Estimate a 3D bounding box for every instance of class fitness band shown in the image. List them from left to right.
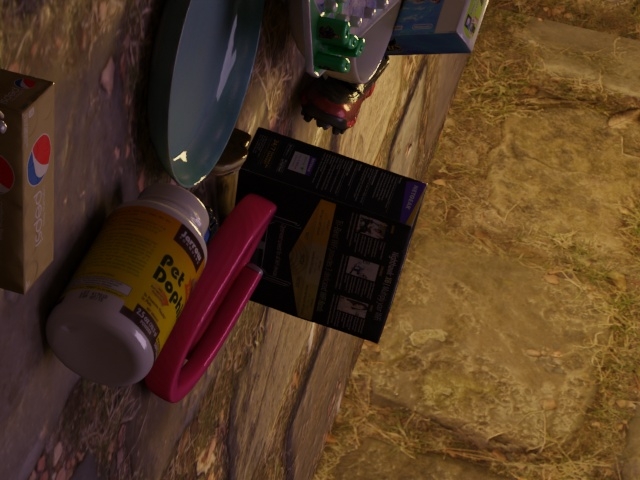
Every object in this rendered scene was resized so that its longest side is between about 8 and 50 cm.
[{"bbox_3d":[-0.137,0.075,1.910,0.291,0.054,0.209,-61,174,-12],"label":"fitness band"}]

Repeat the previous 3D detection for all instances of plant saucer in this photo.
[{"bbox_3d":[-0.134,-0.219,1.703,0.317,0.043,0.318,15,90,-80],"label":"plant saucer"}]

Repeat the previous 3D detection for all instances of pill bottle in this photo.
[{"bbox_3d":[-0.192,0.040,1.543,0.117,0.117,0.215,93,15,-46],"label":"pill bottle"}]

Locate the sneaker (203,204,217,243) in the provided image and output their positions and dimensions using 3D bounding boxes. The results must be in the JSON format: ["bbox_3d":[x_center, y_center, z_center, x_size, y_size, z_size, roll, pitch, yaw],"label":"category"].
[{"bbox_3d":[-0.162,-0.018,1.772,0.152,0.058,0.085,92,21,-64],"label":"sneaker"}]

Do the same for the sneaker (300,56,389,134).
[{"bbox_3d":[0.043,-0.264,2.353,0.135,0.097,0.276,-63,179,29],"label":"sneaker"}]

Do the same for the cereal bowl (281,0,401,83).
[{"bbox_3d":[0.032,-0.394,2.052,0.339,0.141,0.339,15,90,-80],"label":"cereal bowl"}]

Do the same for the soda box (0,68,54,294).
[{"bbox_3d":[-0.260,-0.047,1.235,0.061,0.058,0.181,-61,161,-54],"label":"soda box"}]

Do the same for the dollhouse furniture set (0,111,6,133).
[{"bbox_3d":[-0.256,-0.101,1.119,0.114,0.081,0.091,67,40,-73],"label":"dollhouse furniture set"}]

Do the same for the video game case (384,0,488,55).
[{"bbox_3d":[0.137,-0.399,2.271,0.061,0.269,0.244,46,56,-47],"label":"video game case"}]

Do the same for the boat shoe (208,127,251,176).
[{"bbox_3d":[-0.123,-0.105,1.885,0.153,0.056,0.048,-77,-173,-70],"label":"boat shoe"}]

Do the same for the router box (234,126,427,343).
[{"bbox_3d":[0.000,0.000,2.060,0.309,0.242,0.081,103,8,-55],"label":"router box"}]

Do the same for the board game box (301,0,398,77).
[{"bbox_3d":[0.081,-0.449,1.816,0.390,0.050,0.390,-49,144,-48],"label":"board game box"}]
